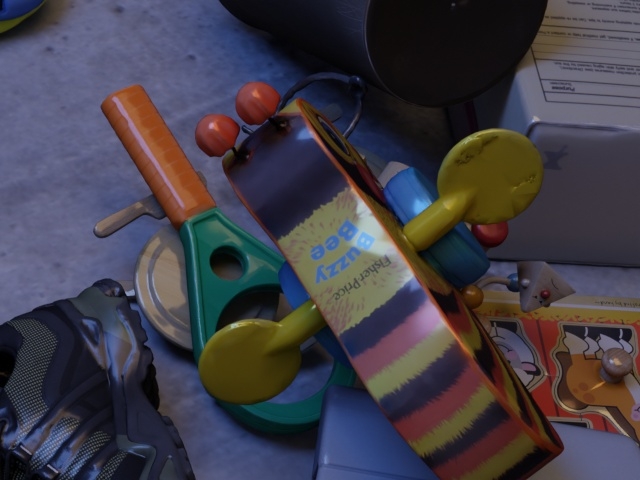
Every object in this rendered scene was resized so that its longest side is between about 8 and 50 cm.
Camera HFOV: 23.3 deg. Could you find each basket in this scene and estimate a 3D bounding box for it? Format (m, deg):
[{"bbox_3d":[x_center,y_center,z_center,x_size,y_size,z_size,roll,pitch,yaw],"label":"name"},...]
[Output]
[{"bbox_3d":[0.031,-0.186,0.988,0.154,0.204,0.227,-13,35,-23],"label":"basket"}]

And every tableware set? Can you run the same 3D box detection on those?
[{"bbox_3d":[-0.029,0.008,0.948,0.194,0.039,0.128,-30,76,-28],"label":"tableware set"}]

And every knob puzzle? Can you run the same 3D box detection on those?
[{"bbox_3d":[0.142,0.102,0.914,0.213,0.030,0.213,8,47,-8],"label":"knob puzzle"}]

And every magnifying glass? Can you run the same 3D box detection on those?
[{"bbox_3d":[-0.060,0.008,0.903,0.092,0.026,0.231,-26,76,-26],"label":"magnifying glass"}]

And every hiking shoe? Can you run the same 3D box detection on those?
[{"bbox_3d":[-0.126,0.125,0.800,0.114,0.086,0.227,-16,47,-10],"label":"hiking shoe"}]

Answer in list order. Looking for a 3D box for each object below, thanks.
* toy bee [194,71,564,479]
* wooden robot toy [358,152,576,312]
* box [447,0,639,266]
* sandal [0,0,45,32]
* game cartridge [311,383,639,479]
[{"bbox_3d":[0.000,0.000,0.797,0.298,0.162,0.195,33,88,39],"label":"toy bee"},{"bbox_3d":[0.059,0.012,0.913,0.173,0.076,0.079,33,72,4],"label":"wooden robot toy"},{"bbox_3d":[0.172,-0.109,1.048,0.148,0.127,0.232,4,48,-12],"label":"box"},{"bbox_3d":[-0.301,-0.237,0.987,0.317,0.138,0.126,23,35,-33],"label":"sandal"},{"bbox_3d":[0.081,0.212,0.763,0.198,0.062,0.297,7,51,1],"label":"game cartridge"}]
